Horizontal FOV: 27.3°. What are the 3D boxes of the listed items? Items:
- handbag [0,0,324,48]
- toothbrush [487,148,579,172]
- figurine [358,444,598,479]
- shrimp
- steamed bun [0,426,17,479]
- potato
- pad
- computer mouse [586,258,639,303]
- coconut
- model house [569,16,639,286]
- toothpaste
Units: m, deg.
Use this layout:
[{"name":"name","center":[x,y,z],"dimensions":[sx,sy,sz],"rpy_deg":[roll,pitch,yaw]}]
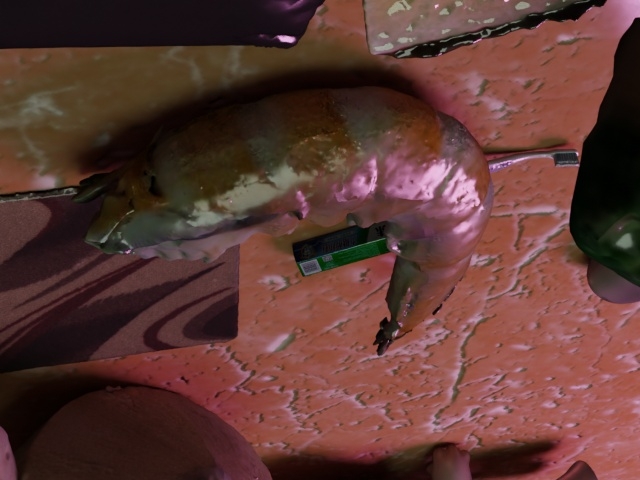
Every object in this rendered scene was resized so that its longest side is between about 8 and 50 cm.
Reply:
[{"name":"handbag","center":[-0.088,-0.150,0.464],"dimensions":[0.275,0.088,0.244],"rpy_deg":[-2,160,-26]},{"name":"toothbrush","center":[0.098,-0.047,0.821],"dimensions":[0.131,0.013,0.011],"rpy_deg":[-5,143,-7]},{"name":"figurine","center":[0.087,0.301,1.208],"dimensions":[0.381,0.205,0.224],"rpy_deg":[-21,155,-2]},{"name":"shrimp","center":[0.013,-0.018,0.789],"dimensions":[0.185,0.068,0.287],"rpy_deg":[-33,146,28]},{"name":"steamed bun","center":[-0.400,0.189,0.811],"dimensions":[0.383,0.247,0.236],"rpy_deg":[-11,129,12]},{"name":"potato","center":[0.073,-0.139,0.594],"dimensions":[0.122,0.086,0.061],"rpy_deg":[-12,152,11]},{"name":"pad","center":[-0.213,0.037,0.849],"dimensions":[0.330,0.004,0.220],"rpy_deg":[-8,149,-8]},{"name":"computer mouse","center":[0.238,0.016,0.945],"dimensions":[0.096,0.039,0.066],"rpy_deg":[-30,145,25]},{"name":"coconut","center":[-0.146,0.234,0.983],"dimensions":[0.239,0.239,0.244],"rpy_deg":[18,137,-40]},{"name":"model house","center":[0.359,-0.064,0.443],"dimensions":[0.382,0.335,0.342],"rpy_deg":[23,178,-38]},{"name":"toothpaste","center":[0.024,0.003,0.868],"dimensions":[0.083,0.017,0.020],"rpy_deg":[-16,146,6]}]
